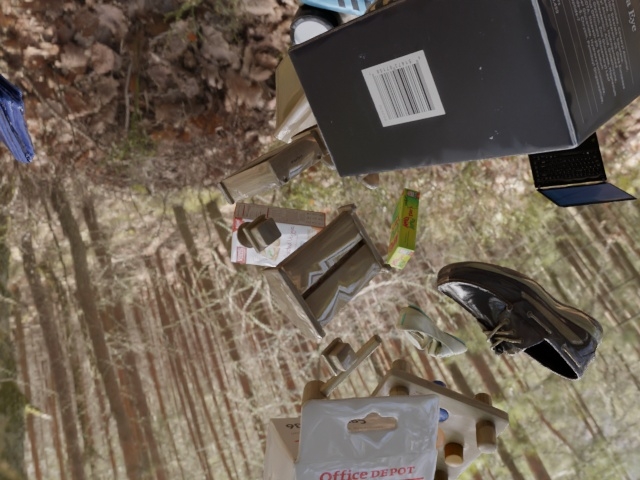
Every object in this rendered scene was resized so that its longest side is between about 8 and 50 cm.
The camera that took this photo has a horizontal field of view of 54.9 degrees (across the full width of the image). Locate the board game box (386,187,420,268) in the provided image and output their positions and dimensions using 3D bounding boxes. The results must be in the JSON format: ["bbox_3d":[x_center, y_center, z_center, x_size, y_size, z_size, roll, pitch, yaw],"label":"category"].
[{"bbox_3d":[0.207,-0.031,1.537,0.043,0.181,0.092,15,146,-6],"label":"board game box"}]

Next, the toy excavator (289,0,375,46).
[{"bbox_3d":[0.160,-0.555,1.158,0.432,0.222,0.445,13,145,6],"label":"toy excavator"}]

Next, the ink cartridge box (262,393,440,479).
[{"bbox_3d":[0.017,0.200,0.469,0.115,0.067,0.198,3,100,-22],"label":"ink cartridge box"}]

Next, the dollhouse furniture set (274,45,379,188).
[{"bbox_3d":[0.101,-0.307,1.477,0.394,0.257,0.362,22,133,-26],"label":"dollhouse furniture set"}]

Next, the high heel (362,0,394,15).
[{"bbox_3d":[0.134,-0.309,1.066,0.261,0.186,0.093,-47,170,30],"label":"high heel"}]

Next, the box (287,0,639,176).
[{"bbox_3d":[0.199,-0.227,0.714,0.312,0.343,0.179,-35,110,-30],"label":"box"}]

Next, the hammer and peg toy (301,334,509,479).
[{"bbox_3d":[0.151,0.352,1.205,0.361,0.127,0.266,24,125,-7],"label":"hammer and peg toy"}]

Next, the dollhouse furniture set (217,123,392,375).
[{"bbox_3d":[0.000,0.000,1.093,0.303,0.356,0.173,-39,-163,-32],"label":"dollhouse furniture set"}]

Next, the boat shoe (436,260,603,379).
[{"bbox_3d":[0.381,0.156,1.178,0.355,0.130,0.132,26,153,-5],"label":"boat shoe"}]

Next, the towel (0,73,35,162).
[{"bbox_3d":[-0.474,-0.259,0.762,0.040,0.336,0.243,-39,-175,-21],"label":"towel"}]

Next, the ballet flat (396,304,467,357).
[{"bbox_3d":[0.288,0.258,1.609,0.248,0.086,0.086,37,118,-27],"label":"ballet flat"}]

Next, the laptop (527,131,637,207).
[{"bbox_3d":[0.765,-0.217,1.827,0.234,0.265,0.136,-6,168,-6],"label":"laptop"}]

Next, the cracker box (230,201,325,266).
[{"bbox_3d":[-0.111,-0.007,1.587,0.232,0.067,0.156,7,132,-4],"label":"cracker box"}]
